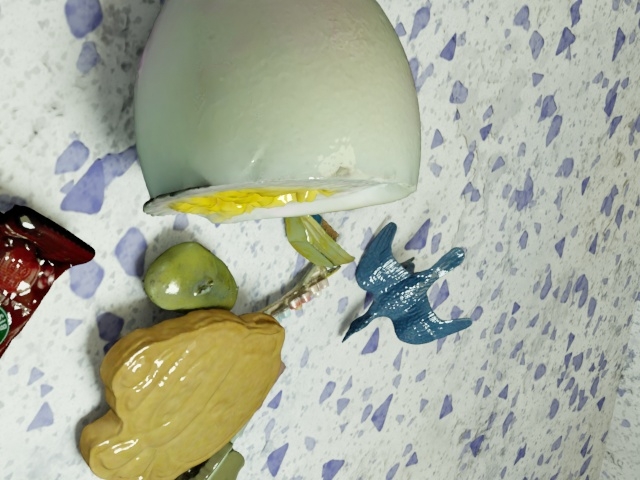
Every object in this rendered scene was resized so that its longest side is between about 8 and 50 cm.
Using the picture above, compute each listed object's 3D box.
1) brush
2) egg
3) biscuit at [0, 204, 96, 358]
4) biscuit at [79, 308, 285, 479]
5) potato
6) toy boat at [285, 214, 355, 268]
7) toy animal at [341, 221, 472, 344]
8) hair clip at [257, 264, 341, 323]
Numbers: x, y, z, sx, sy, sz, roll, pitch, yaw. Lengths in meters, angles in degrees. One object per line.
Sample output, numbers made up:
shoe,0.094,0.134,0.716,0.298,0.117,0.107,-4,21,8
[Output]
brush,-0.139,0.319,1.661,0.301,0.071,0.084,-54,140,-27
egg,-0.059,-0.207,1.247,0.354,0.354,0.340,3,81,-53
biscuit,-0.384,0.070,1.192,0.235,0.063,0.151,-56,143,-10
biscuit,-0.199,0.234,1.478,0.351,0.057,0.312,16,110,-55
potato,-0.178,0.063,1.444,0.105,0.085,0.188,-57,149,-4
toy boat,0.000,0.000,1.651,0.172,0.065,0.066,44,57,-44
toy animal,0.152,0.102,1.837,0.255,0.239,0.176,-36,-169,28
hair clip,-0.037,0.091,1.670,0.214,0.062,0.056,-42,108,-38
